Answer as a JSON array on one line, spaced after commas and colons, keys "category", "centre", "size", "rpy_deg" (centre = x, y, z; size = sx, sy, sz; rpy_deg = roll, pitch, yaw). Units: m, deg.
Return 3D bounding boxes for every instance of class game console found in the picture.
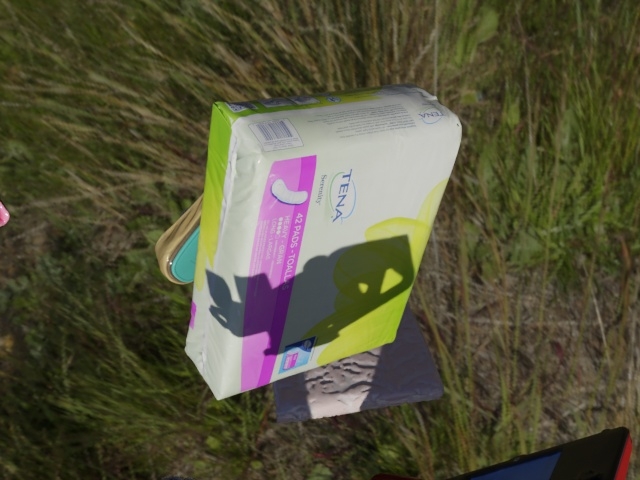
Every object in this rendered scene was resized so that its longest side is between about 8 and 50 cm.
[{"category": "game console", "centre": [0.252, 0.410, 1.176], "size": [0.387, 0.342, 0.060], "rpy_deg": [-28, 96, 33]}]

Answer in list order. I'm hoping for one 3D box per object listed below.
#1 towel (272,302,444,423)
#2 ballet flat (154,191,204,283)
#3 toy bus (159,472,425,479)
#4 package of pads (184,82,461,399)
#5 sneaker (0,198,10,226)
[{"category": "towel", "centre": [0.056, 0.240, 1.685], "size": [0.332, 0.053, 0.317], "rpy_deg": [-9, 34, -5]}, {"category": "ballet flat", "centre": [-0.112, -0.052, 0.953], "size": [0.232, 0.080, 0.073], "rpy_deg": [-46, 40, -4]}, {"category": "toy bus", "centre": [-0.024, 0.215, 0.453], "size": [0.191, 0.202, 0.104], "rpy_deg": [-9, 99, 6]}, {"category": "package of pads", "centre": [0.000, 0.000, 0.784], "size": [0.229, 0.296, 0.101], "rpy_deg": [-14, 44, -31]}, {"category": "sneaker", "centre": [-0.354, -0.049, 0.808], "size": [0.047, 0.119, 0.057], "rpy_deg": [-46, 63, -5]}]
